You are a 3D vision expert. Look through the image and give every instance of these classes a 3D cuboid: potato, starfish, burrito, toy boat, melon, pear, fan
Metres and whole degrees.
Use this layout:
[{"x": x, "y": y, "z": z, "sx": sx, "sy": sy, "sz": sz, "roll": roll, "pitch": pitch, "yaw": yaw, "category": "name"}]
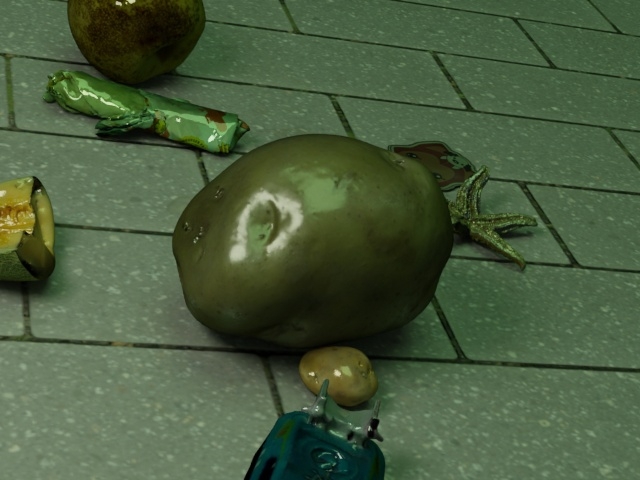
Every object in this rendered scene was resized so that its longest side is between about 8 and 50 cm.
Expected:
[{"x": 0.000, "y": 0.000, "z": 1.397, "sx": 0.326, "sy": 0.243, "sz": 0.221, "roll": -5, "pitch": 49, "yaw": -26, "category": "potato"}, {"x": 0.216, "y": -0.023, "z": 1.721, "sx": 0.208, "sy": 0.053, "sz": 0.176, "roll": -12, "pitch": 48, "yaw": -37, "category": "starfish"}, {"x": -0.242, "y": -0.168, "z": 1.741, "sx": 0.288, "sy": 0.054, "sz": 0.104, "roll": 17, "pitch": 33, "yaw": -2, "category": "burrito"}, {"x": -0.011, "y": 0.243, "z": 1.147, "sx": 0.134, "sy": 0.092, "sz": 0.299, "roll": 20, "pitch": 30, "yaw": 0, "category": "toy boat"}, {"x": -0.353, "y": 0.002, "z": 1.396, "sx": 0.128, "sy": 0.079, "sz": 0.160, "roll": -5, "pitch": 34, "yaw": -1, "category": "melon"}, {"x": -0.270, "y": -0.332, "z": 1.841, "sx": 0.197, "sy": 0.197, "sz": 0.197, "roll": 12, "pitch": 31, "yaw": -7, "category": "pear"}, {"x": 0.019, "y": 0.143, "z": 1.358, "sx": 0.083, "sy": 0.062, "sz": 0.068, "roll": 1, "pitch": 8, "yaw": 17, "category": "potato"}, {"x": 0.138, "y": -0.107, "z": 1.860, "sx": 0.220, "sy": 0.009, "sz": 0.132, "roll": -9, "pitch": 38, "yaw": -37, "category": "fan"}]
